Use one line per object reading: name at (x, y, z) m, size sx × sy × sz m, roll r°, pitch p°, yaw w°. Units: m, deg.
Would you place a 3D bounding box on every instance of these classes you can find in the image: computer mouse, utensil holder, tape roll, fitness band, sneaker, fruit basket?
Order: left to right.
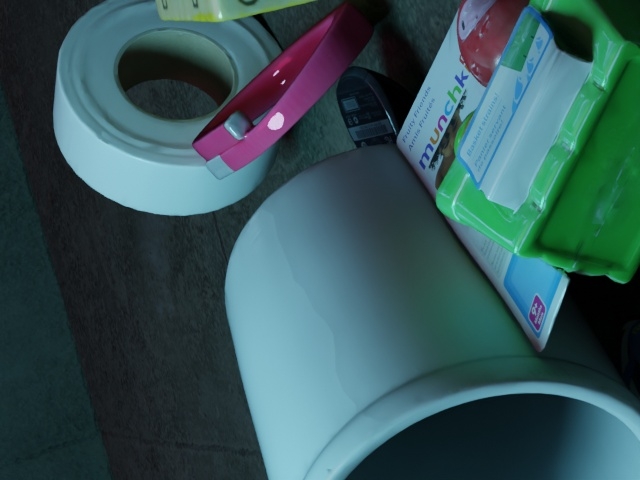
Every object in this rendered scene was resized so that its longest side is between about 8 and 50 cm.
tape roll at (-0.179, -0.172, 2.108) m, size 0.286 × 0.286 × 0.100 m, roll 61°, pitch 155°, yaw 28°
fitness band at (-0.044, -0.165, 1.903) m, size 0.054 × 0.209 × 0.291 m, roll 44°, pitch 162°, yaw -10°
computer mouse at (0.084, -0.065, 1.866) m, size 0.262 × 0.060 × 0.184 m, roll 63°, pitch 154°, yaw -4°
utensil holder at (0.096, 0.139, 1.547) m, size 0.385 × 0.327 × 0.328 m, roll -111°, pitch 17°, yaw -55°
fruit basket at (0.167, -0.138, 1.398) m, size 0.327 × 0.165 × 0.353 m, roll -65°, pitch 33°, yaw 24°
sneaker at (0.288, 0.135, 1.533) m, size 0.059 × 0.053 × 0.144 m, roll 30°, pitch 123°, yaw 58°

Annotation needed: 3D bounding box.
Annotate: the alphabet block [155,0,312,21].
alphabet block at (-0.080, -0.350, 1.878) m, size 0.193 × 0.192 × 0.197 m, roll -161°, pitch 59°, yaw -65°
